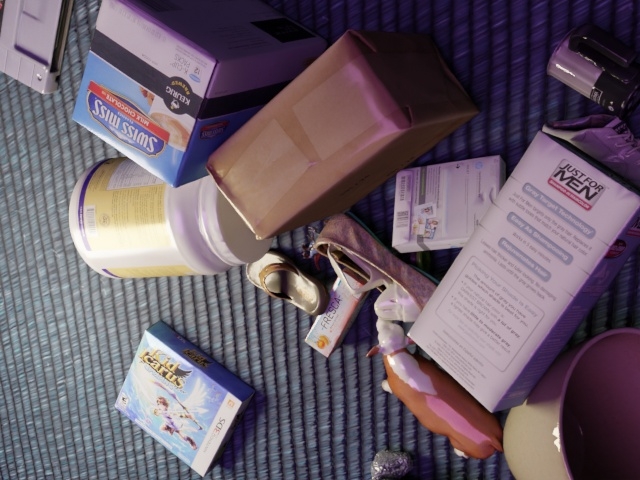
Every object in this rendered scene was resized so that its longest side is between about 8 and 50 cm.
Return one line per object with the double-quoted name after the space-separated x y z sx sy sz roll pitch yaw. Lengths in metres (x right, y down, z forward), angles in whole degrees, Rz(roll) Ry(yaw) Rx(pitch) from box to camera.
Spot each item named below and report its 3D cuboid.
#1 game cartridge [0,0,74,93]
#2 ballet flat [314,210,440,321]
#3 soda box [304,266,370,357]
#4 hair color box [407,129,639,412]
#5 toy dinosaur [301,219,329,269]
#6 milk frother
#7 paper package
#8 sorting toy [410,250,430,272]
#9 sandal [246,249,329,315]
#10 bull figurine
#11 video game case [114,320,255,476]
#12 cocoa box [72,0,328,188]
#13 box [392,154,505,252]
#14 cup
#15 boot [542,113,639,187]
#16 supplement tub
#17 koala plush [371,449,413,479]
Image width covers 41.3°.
-0.604 -0.503 1.713 0.230 0.068 0.355 26 118 12 "game cartridge"
0.112 0.075 1.494 0.316 0.106 0.107 39 158 27 "ballet flat"
0.039 0.130 1.609 0.058 0.063 0.183 35 119 14 "soda box"
0.311 0.049 1.255 0.185 0.114 0.374 42 113 32 "hair color box"
0.000 0.000 1.609 0.082 0.047 0.090 -30 126 23 "toy dinosaur"
0.436 -0.276 1.249 0.135 0.143 0.129 40 152 22 "milk frother"
0.041 -0.170 1.349 0.325 0.309 0.168 -37 82 31 "paper package"
0.166 0.007 1.500 0.042 0.061 0.102 -2 104 28 "sorting toy"
-0.075 0.083 1.626 0.219 0.060 0.090 32 116 39 "sandal"
0.195 0.271 1.508 0.101 0.188 0.310 -43 78 -10 "bull figurine"
-0.305 0.349 1.866 0.269 0.061 0.244 34 119 13 "video game case"
-0.193 -0.269 1.415 0.231 0.347 0.228 34 120 15 "cocoa box"
0.215 -0.060 1.420 0.186 0.038 0.145 -8 66 29 "box"
0.431 0.323 1.360 0.331 0.331 0.237 57 148 -1 "cup"
0.459 -0.127 1.280 0.258 0.095 0.123 3 116 27 "boot"
-0.275 -0.051 1.599 0.331 0.241 0.241 -3 106 28 "supplement tub"
0.207 0.521 1.604 0.221 0.196 0.203 -12 114 29 "koala plush"
